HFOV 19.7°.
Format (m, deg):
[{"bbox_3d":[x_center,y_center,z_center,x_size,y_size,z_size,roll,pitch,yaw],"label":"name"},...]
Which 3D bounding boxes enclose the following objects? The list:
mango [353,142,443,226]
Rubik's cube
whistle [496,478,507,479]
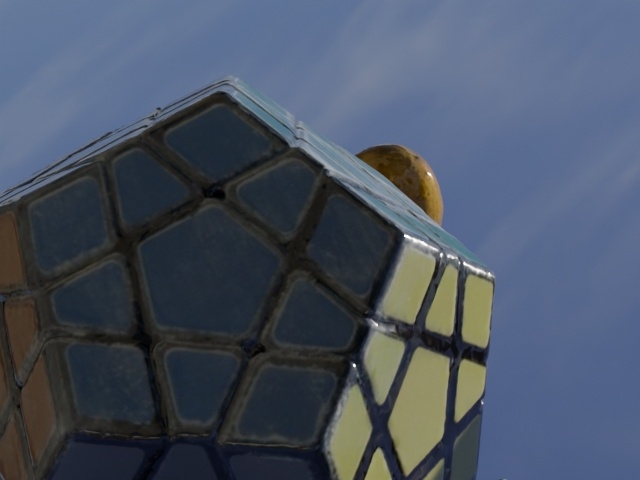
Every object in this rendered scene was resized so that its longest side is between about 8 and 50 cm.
[{"bbox_3d":[-0.002,0.005,1.513,0.262,0.157,0.109,-25,-137,46],"label":"mango"},{"bbox_3d":[-0.061,0.066,1.001,0.319,0.319,0.264,-45,167,-18],"label":"Rubik's cube"},{"bbox_3d":[0.194,0.238,0.939,0.141,0.294,0.141,-33,-162,13],"label":"whistle"}]
